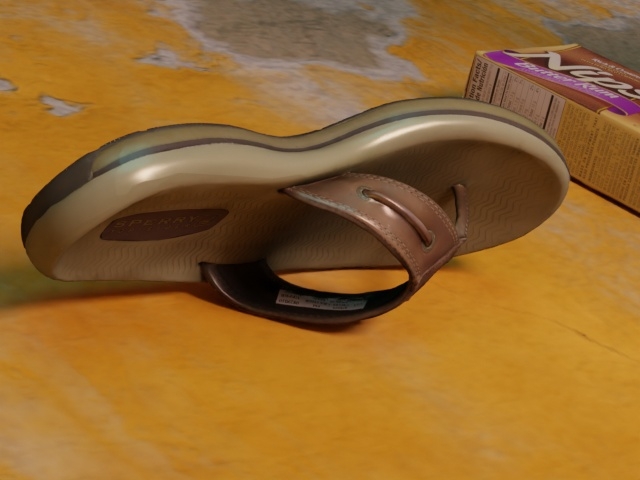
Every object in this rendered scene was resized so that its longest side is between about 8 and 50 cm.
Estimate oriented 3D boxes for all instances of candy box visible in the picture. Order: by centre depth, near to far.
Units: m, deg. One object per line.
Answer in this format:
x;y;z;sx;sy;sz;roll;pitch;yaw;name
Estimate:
0.196;-0.072;1.221;0.109;0.053;0.186;-10;33;-42;candy box

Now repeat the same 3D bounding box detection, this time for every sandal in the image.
-0.002;0.001;0.902;0.302;0.120;0.086;-8;58;-37;sandal
